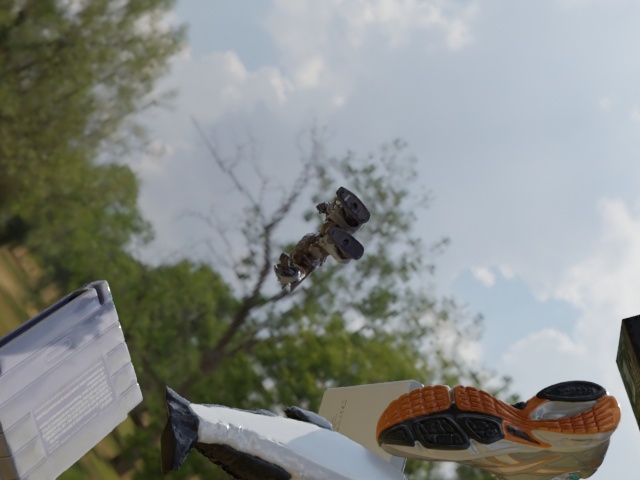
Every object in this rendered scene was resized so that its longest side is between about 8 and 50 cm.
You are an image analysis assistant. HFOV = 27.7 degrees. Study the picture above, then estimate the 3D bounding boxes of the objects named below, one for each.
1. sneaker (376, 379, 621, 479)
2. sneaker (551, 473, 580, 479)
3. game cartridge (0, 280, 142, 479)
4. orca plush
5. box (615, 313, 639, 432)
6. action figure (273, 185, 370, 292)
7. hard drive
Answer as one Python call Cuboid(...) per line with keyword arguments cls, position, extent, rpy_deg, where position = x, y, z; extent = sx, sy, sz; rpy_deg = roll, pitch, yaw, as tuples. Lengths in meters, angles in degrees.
Cuboid(cls="sneaker", position=(0.192, 0.228, 1.414), extent=(0.099, 0.262, 0.121), rpy_deg=(-88, 177, -51))
Cuboid(cls="sneaker", position=(0.370, 0.371, 2.080), extent=(0.166, 0.065, 0.076), rpy_deg=(122, -26, -42))
Cuboid(cls="game cartridge", position=(-0.409, 0.227, 2.006), extent=(0.355, 0.068, 0.230), rpy_deg=(-39, 122, -61))
Cuboid(cls="orca plush", position=(-0.048, 0.238, 1.261), extent=(0.287, 0.102, 0.151), rpy_deg=(16, 23, -46))
Cuboid(cls="box", position=(0.464, 0.191, 1.734), extent=(0.158, 0.093, 0.156), rpy_deg=(71, 5, -62))
Cuboid(cls="action figure", position=(0.000, 0.000, 2.390), extent=(0.099, 0.185, 0.285), rpy_deg=(34, -25, -12))
Cuboid(cls="hard drive", position=(0.080, 0.390, 2.628), extent=(0.040, 0.203, 0.307), rpy_deg=(27, -22, -27))
